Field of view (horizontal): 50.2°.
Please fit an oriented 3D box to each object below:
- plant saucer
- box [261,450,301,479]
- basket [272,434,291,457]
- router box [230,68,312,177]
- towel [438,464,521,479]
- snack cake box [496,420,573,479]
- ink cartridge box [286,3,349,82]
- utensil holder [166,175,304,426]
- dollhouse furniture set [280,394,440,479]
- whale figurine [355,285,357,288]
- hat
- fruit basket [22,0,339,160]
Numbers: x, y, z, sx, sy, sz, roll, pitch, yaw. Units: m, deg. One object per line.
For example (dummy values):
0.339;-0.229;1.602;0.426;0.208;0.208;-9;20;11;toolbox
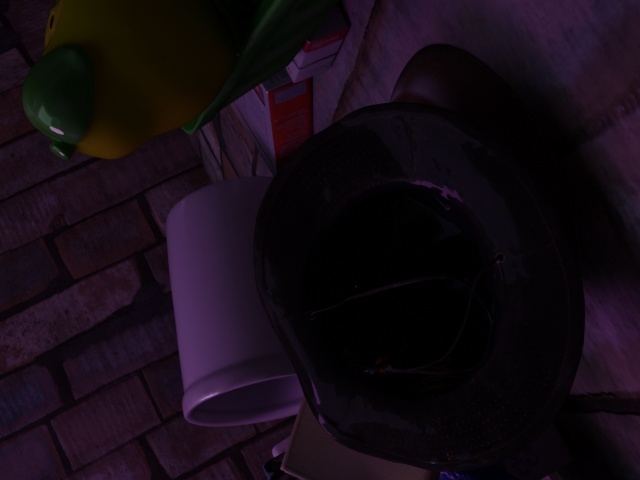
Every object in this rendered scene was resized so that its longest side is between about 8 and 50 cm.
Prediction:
0.151;-0.052;0.732;0.310;0.050;0.310;59;166;23;plant saucer
0.022;0.394;1.247;0.060;0.244;0.100;68;167;-17;box
0.103;0.565;1.616;0.266;0.328;0.331;49;161;38;basket
-0.129;-0.321;1.274;0.335;0.082;0.301;59;168;21;router box
0.271;0.358;0.790;0.308;0.076;0.227;26;145;28;towel
0.219;0.237;0.958;0.152;0.089;0.264;64;168;3;snack cake box
-0.025;-0.294;0.925;0.109;0.063;0.150;63;168;2;ink cartridge box
-0.117;0.118;1.294;0.327;0.328;0.385;89;170;-64;utensil holder
0.086;0.242;0.832;0.161;0.212;0.242;18;-177;23;dollhouse furniture set
0.070;0.121;1.119;0.216;0.141;0.272;26;-170;-19;whale figurine
0.099;0.037;0.646;0.134;0.331;0.331;-9;-115;-56;hat
-0.154;-0.250;0.690;0.282;0.392;0.392;63;168;2;fruit basket
